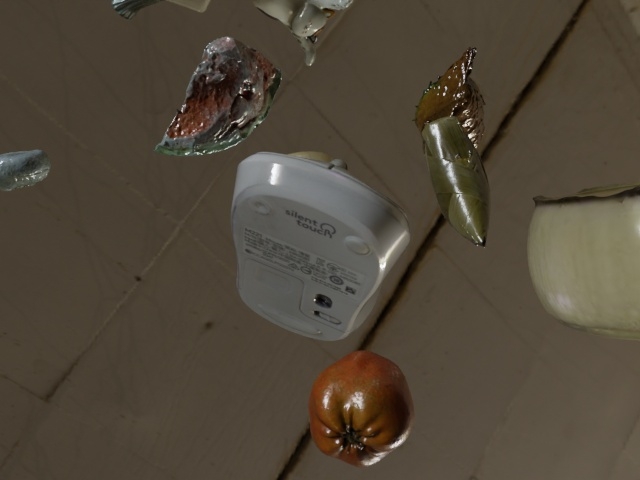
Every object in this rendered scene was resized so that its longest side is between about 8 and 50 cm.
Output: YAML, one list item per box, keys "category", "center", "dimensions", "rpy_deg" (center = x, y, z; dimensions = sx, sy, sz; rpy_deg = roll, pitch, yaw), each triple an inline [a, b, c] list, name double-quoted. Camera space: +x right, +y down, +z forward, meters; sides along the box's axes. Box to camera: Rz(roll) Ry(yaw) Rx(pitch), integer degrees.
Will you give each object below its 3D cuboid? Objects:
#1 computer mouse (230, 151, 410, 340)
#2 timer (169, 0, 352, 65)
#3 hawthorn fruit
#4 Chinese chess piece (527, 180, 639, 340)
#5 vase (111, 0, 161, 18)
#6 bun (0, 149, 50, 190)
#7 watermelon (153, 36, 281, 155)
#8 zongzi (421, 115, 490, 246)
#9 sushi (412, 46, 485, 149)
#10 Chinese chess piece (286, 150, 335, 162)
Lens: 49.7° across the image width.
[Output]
- category: "computer mouse"
  center: [0.000, 0.000, 0.735]
  dimensions: [0.296, 0.184, 0.121]
  rpy_deg: [97, -161, -55]
- category: "timer"
  center: [-0.094, -0.387, 1.051]
  dimensions: [0.266, 0.175, 0.175]
  rpy_deg: [26, -108, -15]
- category: "hawthorn fruit"
  center: [0.065, 0.268, 1.129]
  dimensions: [0.189, 0.189, 0.189]
  rpy_deg: [1, -92, -38]
- category: "Chinese chess piece"
  center: [0.285, -0.001, 0.524]
  dimensions: [0.250, 0.250, 0.103]
  rpy_deg: [-12, -86, -38]
- category: "vase"
  center: [-0.336, -0.478, 1.332]
  dimensions: [0.081, 0.149, 0.081]
  rpy_deg: [27, -122, -54]
- category: "bun"
  center: [-0.372, -0.087, 0.852]
  dimensions: [0.083, 0.083, 0.045]
  rpy_deg: [-22, -71, -37]
- category: "watermelon"
  center: [-0.106, -0.164, 0.788]
  dimensions: [0.071, 0.139, 0.187]
  rpy_deg: [33, -122, 16]
- category: "zongzi"
  center: [0.186, -0.086, 0.940]
  dimensions: [0.176, 0.079, 0.160]
  rpy_deg: [-64, -48, -72]
- category: "sushi"
  center: [0.263, -0.268, 1.423]
  dimensions: [0.287, 0.149, 0.140]
  rpy_deg: [65, -141, -51]
- category: "Chinese chess piece"
  center: [-0.064, -0.103, 1.575]
  dimensions: [0.257, 0.257, 0.104]
  rpy_deg: [-4, -111, -38]
